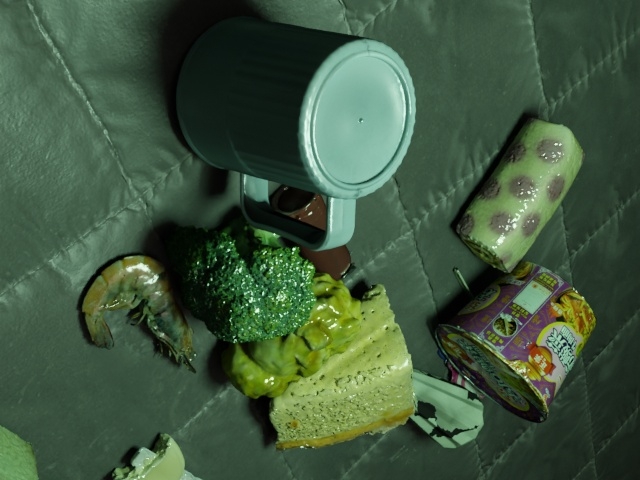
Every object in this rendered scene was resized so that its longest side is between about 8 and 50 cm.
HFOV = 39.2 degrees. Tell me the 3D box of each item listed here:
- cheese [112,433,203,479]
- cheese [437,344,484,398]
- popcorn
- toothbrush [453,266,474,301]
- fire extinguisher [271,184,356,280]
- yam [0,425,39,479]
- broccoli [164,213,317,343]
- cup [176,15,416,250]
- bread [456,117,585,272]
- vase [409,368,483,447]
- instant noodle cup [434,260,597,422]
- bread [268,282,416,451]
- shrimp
[{"bbox_3d":[-0.297,0.461,1.766,0.127,0.049,0.235,-51,135,-10],"label":"cheese"},{"bbox_3d":[0.382,0.329,2.322,0.155,0.062,0.244,-47,125,-10],"label":"cheese"},{"bbox_3d":[-0.040,0.183,1.747,0.286,0.174,0.225,-46,155,24],"label":"popcorn"},{"bbox_3d":[0.384,0.155,2.253,0.028,0.026,0.294,-44,135,-15],"label":"toothbrush"},{"bbox_3d":[0.000,0.000,1.757,0.105,0.104,0.269,-44,134,-16],"label":"fire extinguisher"},{"bbox_3d":[-0.523,0.417,1.374,0.201,0.271,0.202,-48,130,-9],"label":"yam"},{"bbox_3d":[-0.133,0.062,1.570,0.269,0.242,0.261,-21,127,24],"label":"broccoli"},{"bbox_3d":[-0.050,-0.180,1.422,0.256,0.311,0.331,27,85,-44],"label":"cup"},{"bbox_3d":[0.472,-0.105,2.096,0.338,0.155,0.187,-57,142,-3],"label":"bread"},{"bbox_3d":[0.255,0.383,2.172,0.360,0.165,0.165,37,86,-42],"label":"vase"},{"bbox_3d":[0.482,0.227,2.144,0.266,0.340,0.340,-46,136,-15],"label":"instant noodle cup"},{"bbox_3d":[0.038,0.270,1.932,0.315,0.279,0.248,-8,144,1],"label":"bread"},{"bbox_3d":[-0.314,0.157,1.585,0.169,0.058,0.296,-32,127,-18],"label":"shrimp"}]
